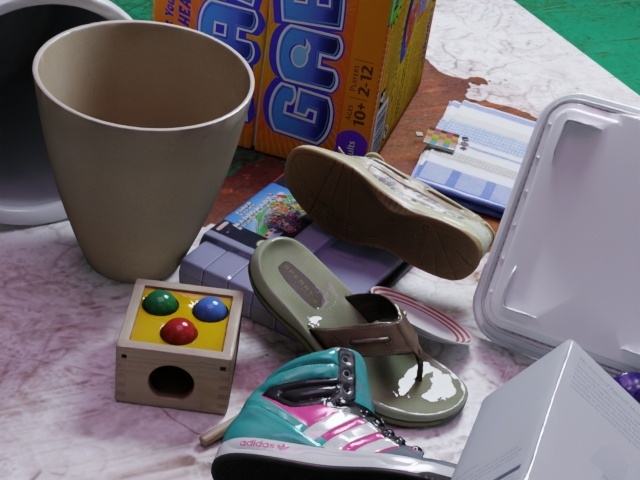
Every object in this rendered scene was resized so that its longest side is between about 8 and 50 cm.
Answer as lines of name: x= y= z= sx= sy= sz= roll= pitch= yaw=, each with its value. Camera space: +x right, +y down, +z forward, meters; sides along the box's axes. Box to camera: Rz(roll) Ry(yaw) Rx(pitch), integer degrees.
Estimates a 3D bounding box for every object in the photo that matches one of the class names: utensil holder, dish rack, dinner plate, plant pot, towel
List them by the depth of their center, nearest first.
dish rack: x=0.350 y=-0.001 z=1.445 sx=0.286 sy=0.332 sz=0.072 roll=19 pitch=0 yaw=20
dinner plate: x=0.122 y=0.096 z=1.481 sx=0.141 sy=0.017 sz=0.141 roll=26 pitch=10 yaw=-5
plant pot: x=-0.223 y=-0.089 z=1.484 sx=0.257 sy=0.274 sz=0.256 roll=6 pitch=36 yaw=-5
utensil holder: x=-0.444 y=-0.252 z=1.649 sx=0.328 sy=0.327 sz=0.385 roll=-13 pitch=37 yaw=-29
towel: x=0.265 y=-0.123 z=1.863 sx=0.209 sy=0.034 sz=0.285 roll=18 pitch=37 yaw=11

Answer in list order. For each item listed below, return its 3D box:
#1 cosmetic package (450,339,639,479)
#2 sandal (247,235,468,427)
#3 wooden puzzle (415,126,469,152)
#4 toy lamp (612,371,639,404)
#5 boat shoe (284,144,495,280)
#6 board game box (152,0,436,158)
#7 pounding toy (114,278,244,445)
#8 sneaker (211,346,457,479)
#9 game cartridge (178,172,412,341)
cosmetic package: x=0.245 y=0.257 z=1.124 sx=0.224 sy=0.138 sz=0.224 roll=44 pitch=38 yaw=-5
sandal: x=0.044 y=0.101 z=1.380 sx=0.303 sy=0.086 sz=0.120 roll=41 pitch=44 yaw=3
wooden puzzle: x=0.186 y=-0.155 z=1.851 sx=0.083 sy=0.006 sz=0.049 roll=16 pitch=37 yaw=7
toy lamp: x=0.393 y=0.253 z=1.293 sx=0.080 sy=0.080 sz=0.274 roll=-4 pitch=37 yaw=-18
boat shoe: x=0.086 y=-0.043 z=1.556 sx=0.285 sy=0.104 sz=0.089 roll=30 pitch=34 yaw=13
board game box: x=-0.026 y=-0.369 z=1.870 sx=0.357 sy=0.356 sz=0.356 roll=16 pitch=34 yaw=11
pounding toy: x=-0.120 y=0.134 z=1.342 sx=0.206 sy=0.094 sz=0.181 roll=7 pitch=34 yaw=-1
sneaker: x=0.050 y=0.203 z=1.262 sx=0.296 sy=0.123 sz=0.178 roll=11 pitch=43 yaw=5
game cartridge: x=0.000 y=0.000 z=1.602 sx=0.230 sy=0.068 sz=0.355 roll=27 pitch=38 yaw=18
